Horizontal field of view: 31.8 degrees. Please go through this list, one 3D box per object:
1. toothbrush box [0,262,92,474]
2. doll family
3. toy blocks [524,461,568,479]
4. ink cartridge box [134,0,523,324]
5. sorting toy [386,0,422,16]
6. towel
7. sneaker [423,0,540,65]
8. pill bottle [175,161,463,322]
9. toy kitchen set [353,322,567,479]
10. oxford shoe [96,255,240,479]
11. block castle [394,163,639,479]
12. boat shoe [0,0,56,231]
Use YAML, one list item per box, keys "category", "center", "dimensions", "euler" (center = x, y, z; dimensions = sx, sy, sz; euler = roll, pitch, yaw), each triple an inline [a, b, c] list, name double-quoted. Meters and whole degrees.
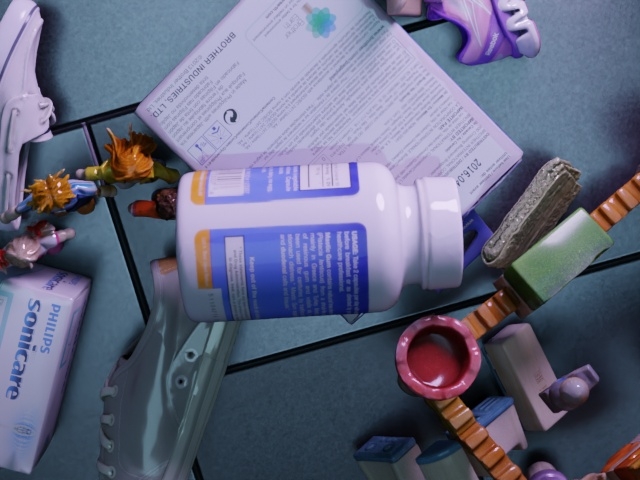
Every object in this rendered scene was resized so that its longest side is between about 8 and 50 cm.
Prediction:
- category: "toothbrush box"
  center: [-0.436, 0.116, 1.292]
  dimensions: [0.296, 0.126, 0.216]
  euler: [16, 99, -5]
- category: "doll family"
  center: [-0.255, -0.052, 1.233]
  dimensions: [0.263, 0.163, 0.118]
  euler: [-19, 94, -6]
- category: "toy blocks"
  center: [0.290, 0.449, 1.289]
  dimensions: [0.309, 0.260, 0.288]
  euler: [35, 98, -6]
- category: "ink cartridge box"
  center: [0.031, -0.100, 1.247]
  dimensions: [0.395, 0.151, 0.270]
  euler: [45, 98, -6]
- category: "sorting toy"
  center: [0.079, -0.332, 1.180]
  dimensions: [0.038, 0.208, 0.193]
  euler: [-1, 100, 10]
- category: "towel"
  center: [0.245, -0.027, 1.291]
  dimensions: [0.027, 0.110, 0.148]
  euler: [37, 99, 28]
- category: "sneaker"
  center: [0.155, -0.295, 1.249]
  dimensions: [0.105, 0.095, 0.236]
  euler: [-24, 100, 11]
- category: "pill bottle"
  center: [0.000, 0.000, 1.116]
  dimensions: [0.272, 0.152, 0.152]
  euler: [-3, 100, 0]
- category: "toy kitchen set"
  center: [0.156, 0.205, 1.347]
  dimensions: [0.207, 0.166, 0.122]
  euler: [-33, 101, -32]
- category: "oxford shoe"
  center: [-0.198, 0.218, 1.294]
  dimensions: [0.130, 0.169, 0.449]
  euler: [17, 92, -6]
- category: "block castle"
  center: [0.325, 0.099, 1.172]
  dimensions: [0.453, 0.213, 0.303]
  euler: [-37, 81, -11]
- category: "boat shoe"
  center: [-0.343, -0.136, 1.266]
  dimensions: [0.088, 0.096, 0.267]
  euler: [17, 100, -8]
